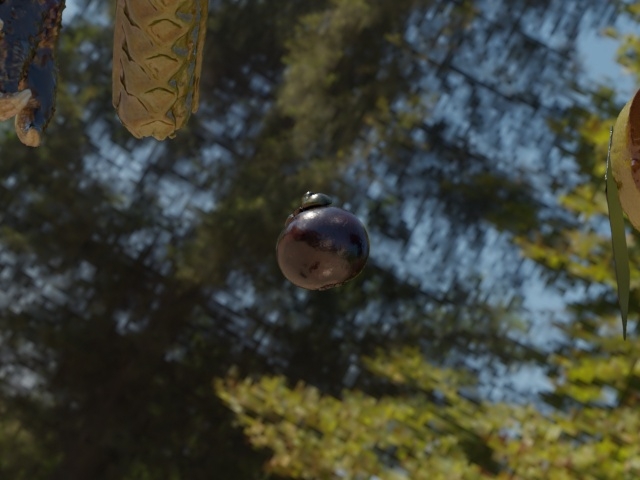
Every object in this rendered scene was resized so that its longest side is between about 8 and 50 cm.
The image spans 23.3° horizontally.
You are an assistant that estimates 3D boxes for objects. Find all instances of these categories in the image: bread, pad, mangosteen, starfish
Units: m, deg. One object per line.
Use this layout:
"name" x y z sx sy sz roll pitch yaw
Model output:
"bread" 0.295 -0.079 1.230 0.125 0.156 0.086 56 -17 3
"bread" -0.155 -0.211 1.507 0.087 0.098 0.269 23 -36 7
"pad" 0.253 -0.007 1.319 0.003 0.112 0.157 -4 -60 16
"mangosteen" 0.001 0.003 1.299 0.081 0.081 0.081 28 -13 7
"starfish" -0.197 -0.184 1.089 0.071 0.238 0.216 7 -6 16
